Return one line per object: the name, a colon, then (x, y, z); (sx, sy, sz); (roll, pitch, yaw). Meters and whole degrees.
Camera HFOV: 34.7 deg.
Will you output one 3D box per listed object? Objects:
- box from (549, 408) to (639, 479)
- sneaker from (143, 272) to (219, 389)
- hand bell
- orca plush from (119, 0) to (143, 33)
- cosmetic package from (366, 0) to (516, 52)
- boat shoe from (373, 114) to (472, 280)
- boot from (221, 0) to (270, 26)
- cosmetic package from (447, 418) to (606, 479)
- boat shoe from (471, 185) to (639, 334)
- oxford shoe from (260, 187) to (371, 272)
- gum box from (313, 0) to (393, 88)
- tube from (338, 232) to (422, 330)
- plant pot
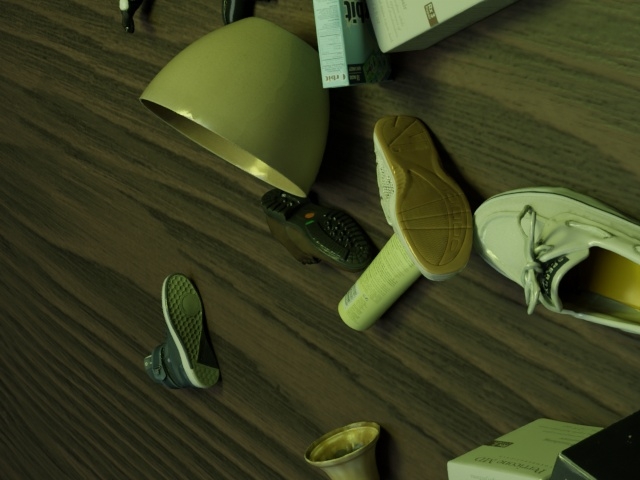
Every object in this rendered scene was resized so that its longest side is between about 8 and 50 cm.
box: (0.357, 0.324, 1.010); (0.179, 0.343, 0.312); (34, 125, 39)
sneaker: (-0.290, 0.181, 1.982); (0.163, 0.086, 0.226); (-14, 91, 49)
hand bell: (0.077, 0.421, 1.605); (0.126, 0.126, 0.242); (-10, 105, 52)
orca plush: (-0.306, -0.500, 1.796); (0.102, 0.151, 0.287); (19, 116, 12)
cosmetic package: (0.161, -0.326, 1.276); (0.231, 0.085, 0.117); (-21, 84, 53)
boat shoe: (0.132, -0.044, 1.363); (0.096, 0.098, 0.277); (96, 166, -48)
boot: (-0.113, -0.388, 1.634); (0.099, 0.045, 0.121); (7, 105, 47)
cosmetic package: (0.277, 0.319, 1.237); (0.151, 0.184, 0.151); (-4, 98, 51)
boat shoe: (0.284, 0.035, 1.168); (0.367, 0.156, 0.135); (26, 120, 45)
oxford shoe: (0.000, 0.000, 1.590); (0.227, 0.083, 0.096); (34, 143, 43)
gum box: (0.043, -0.300, 1.371); (0.041, 0.157, 0.184); (-2, 99, 26)
tube: (0.110, 0.040, 1.472); (0.070, 0.062, 0.240); (34, 128, -3)
plant pot: (-0.096, -0.215, 1.518); (0.284, 0.284, 0.191); (27, 85, 44)
